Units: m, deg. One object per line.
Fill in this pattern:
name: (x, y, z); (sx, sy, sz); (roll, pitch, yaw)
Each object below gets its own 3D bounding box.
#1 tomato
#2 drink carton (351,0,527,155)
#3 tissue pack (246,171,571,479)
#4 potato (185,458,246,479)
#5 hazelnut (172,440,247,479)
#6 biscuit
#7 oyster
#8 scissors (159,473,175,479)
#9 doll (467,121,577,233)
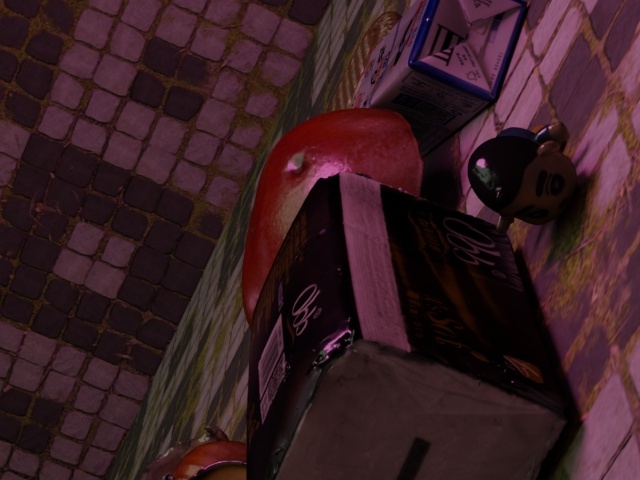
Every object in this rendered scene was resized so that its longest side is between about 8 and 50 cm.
tomato: (-0.009, -0.001, 1.807); (0.338, 0.143, 0.338); (-171, 90, -73)
drink carton: (0.122, -0.194, 1.871); (0.315, 0.106, 0.131); (143, 150, -73)
tissue pack: (0.051, 0.105, 1.279); (0.210, 0.198, 0.370); (-61, 11, 19)
potato: (-0.119, 0.377, 1.832); (0.111, 0.160, 0.272); (33, -102, -75)
hazelnut: (-0.111, 0.318, 1.968); (0.150, 0.150, 0.150); (-157, 90, -81)
biscuit: (0.069, -0.195, 2.270); (0.259, 0.079, 0.259); (-156, 90, -80)
oyster: (-0.202, 0.383, 2.367); (0.341, 0.110, 0.166); (-59, 18, 30)
scissors: (-0.183, 0.437, 1.912); (0.160, 0.024, 0.318); (-2, 83, 37)
doll: (0.173, -0.055, 1.351); (0.102, 0.089, 0.179); (-64, -14, 21)
